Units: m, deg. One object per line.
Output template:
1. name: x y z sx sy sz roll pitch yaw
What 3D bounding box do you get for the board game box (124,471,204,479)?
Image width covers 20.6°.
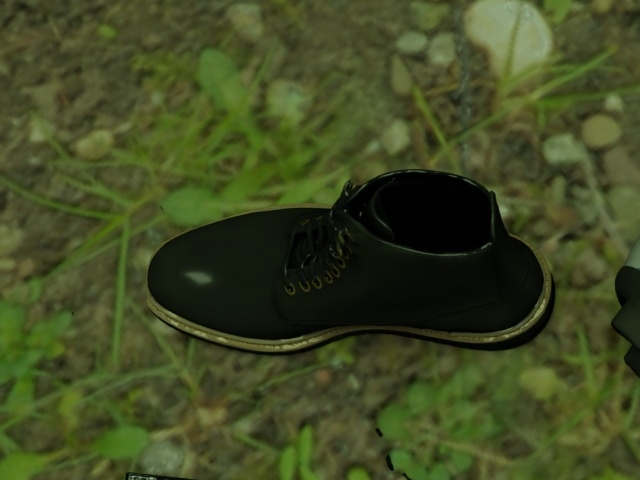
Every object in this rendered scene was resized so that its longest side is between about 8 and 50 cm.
1. board game box: 0.025 0.185 0.793 0.259 0.030 0.136 4 76 15

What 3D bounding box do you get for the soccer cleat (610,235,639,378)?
1. soccer cleat: 0.267 0.086 0.715 0.143 0.116 0.331 -43 68 -2

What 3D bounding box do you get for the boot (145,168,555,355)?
1. boot: 0.000 0.000 0.798 0.198 0.137 0.077 -3 72 14
